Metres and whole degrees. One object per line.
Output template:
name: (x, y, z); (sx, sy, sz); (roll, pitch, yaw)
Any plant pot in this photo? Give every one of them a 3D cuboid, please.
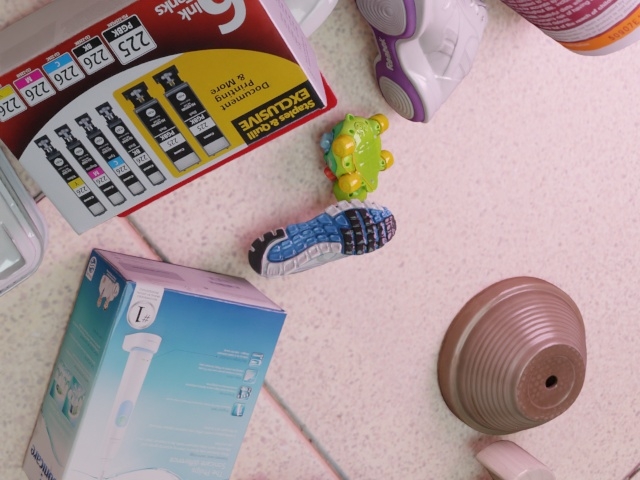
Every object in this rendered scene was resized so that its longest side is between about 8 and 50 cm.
plant pot: (0.293, 0.177, 1.833); (0.237, 0.110, 0.237); (-10, 111, -26)

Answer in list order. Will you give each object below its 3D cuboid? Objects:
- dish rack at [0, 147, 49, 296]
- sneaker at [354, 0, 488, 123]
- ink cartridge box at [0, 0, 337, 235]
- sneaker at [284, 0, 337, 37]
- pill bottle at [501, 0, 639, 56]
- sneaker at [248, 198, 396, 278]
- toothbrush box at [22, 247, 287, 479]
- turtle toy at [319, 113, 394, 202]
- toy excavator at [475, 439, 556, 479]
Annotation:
dish rack: (-0.453, -0.023, 1.363); (0.286, 0.072, 0.332); (-34, 126, -13)
sneaker: (0.125, -0.277, 1.547); (0.152, 0.114, 0.305); (-42, 153, -17)
ink cartridge box: (-0.163, -0.151, 1.390); (0.309, 0.130, 0.272); (-27, 124, 12)
sneaker: (-0.073, -0.270, 1.475); (0.123, 0.106, 0.290); (40, 88, -35)
pill bottle: (0.240, -0.399, 1.526); (0.392, 0.224, 0.224); (28, 94, -33)
sneaker: (0.000, 0.000, 1.627); (0.191, 0.083, 0.071); (-15, 82, -7)
toothbrush box: (-0.199, 0.181, 1.560); (0.216, 0.126, 0.295); (12, 101, -32)
turtle toy: (0.039, -0.097, 1.621); (0.095, 0.066, 0.130); (-34, 126, -41)
toy excavator: (0.086, 0.448, 1.787); (0.445, 0.222, 0.432); (21, 99, -45)
